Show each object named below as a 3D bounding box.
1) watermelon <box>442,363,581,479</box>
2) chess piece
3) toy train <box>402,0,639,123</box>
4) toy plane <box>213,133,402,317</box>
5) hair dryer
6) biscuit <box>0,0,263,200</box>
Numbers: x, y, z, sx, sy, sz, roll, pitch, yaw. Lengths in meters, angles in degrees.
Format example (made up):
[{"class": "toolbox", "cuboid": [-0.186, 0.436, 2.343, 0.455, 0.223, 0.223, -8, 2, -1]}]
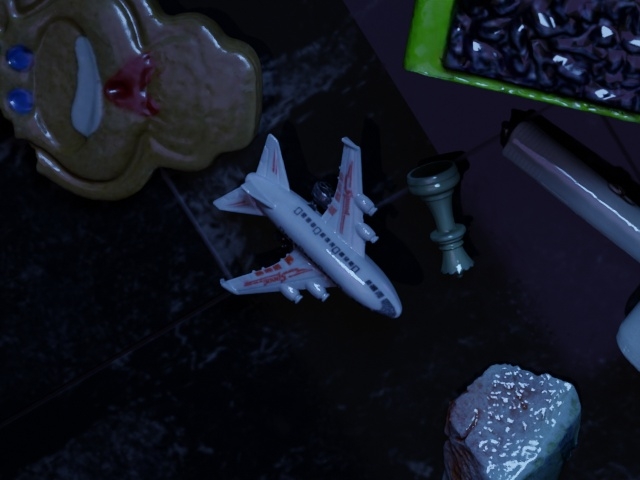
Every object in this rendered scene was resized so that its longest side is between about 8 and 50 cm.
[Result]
[{"class": "watermelon", "cuboid": [0.141, 0.189, 1.563, 0.094, 0.081, 0.180, 20, 106, 35]}, {"class": "chess piece", "cuboid": [0.099, -0.014, 1.522, 0.042, 0.042, 0.093, -11, 110, 17]}, {"class": "toy train", "cuboid": [0.213, -0.178, 1.334, 0.307, 0.249, 0.173, 14, 111, 10]}, {"class": "toy plane", "cuboid": [0.000, 0.000, 1.534, 0.171, 0.065, 0.162, 40, 110, -1]}, {"class": "hair dryer", "cuboid": [0.222, -0.006, 1.476, 0.236, 0.073, 0.131, 39, 112, 4]}, {"class": "biscuit", "cuboid": [-0.202, -0.140, 1.560, 0.320, 0.047, 0.183, 31, 108, 6]}]
